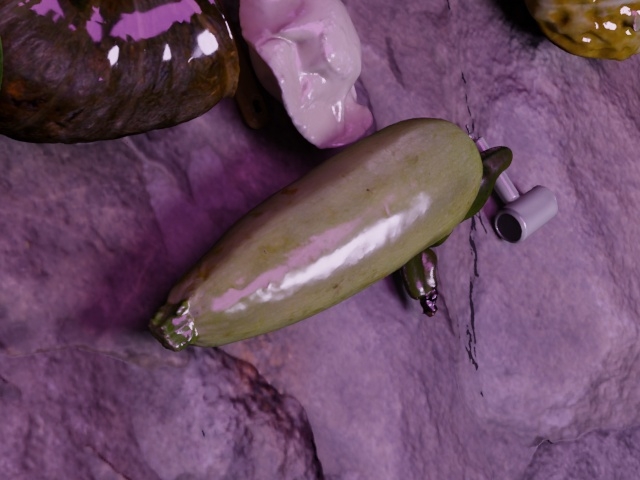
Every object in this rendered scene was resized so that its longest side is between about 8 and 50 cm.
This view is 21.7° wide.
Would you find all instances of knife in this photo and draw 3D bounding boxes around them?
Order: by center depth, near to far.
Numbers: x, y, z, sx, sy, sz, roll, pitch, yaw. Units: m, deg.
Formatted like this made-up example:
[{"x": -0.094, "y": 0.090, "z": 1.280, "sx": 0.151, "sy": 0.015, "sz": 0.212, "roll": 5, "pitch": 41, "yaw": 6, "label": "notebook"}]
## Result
[{"x": -0.115, "y": -0.234, "z": 1.471, "sx": 0.047, "sy": 0.017, "sz": 0.298, "roll": -22, "pitch": 90, "yaw": -35, "label": "knife"}]

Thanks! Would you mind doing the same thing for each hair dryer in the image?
[{"x": 0.177, "y": -0.062, "z": 1.633, "sx": 0.063, "sy": 0.038, "sz": 0.124, "roll": -33, "pitch": 89, "yaw": -41, "label": "hair dryer"}]

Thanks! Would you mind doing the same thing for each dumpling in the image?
[{"x": -0.023, "y": -0.160, "z": 1.453, "sx": 0.134, "sy": 0.100, "sz": 0.169, "roll": -55, "pitch": 140, "yaw": -55, "label": "dumpling"}]

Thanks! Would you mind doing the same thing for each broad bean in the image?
[{"x": 0.118, "y": -0.021, "z": 1.560, "sx": 0.061, "sy": 0.046, "sz": 0.195, "roll": 37, "pitch": 61, "yaw": -18, "label": "broad bean"}]

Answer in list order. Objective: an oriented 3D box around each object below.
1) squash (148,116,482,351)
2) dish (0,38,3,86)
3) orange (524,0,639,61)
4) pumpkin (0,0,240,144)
[{"x": -0.002, "y": 0.003, "z": 1.422, "sx": 0.370, "sy": 0.118, "sz": 0.118, "roll": -33, "pitch": 97, "yaw": -32, "label": "squash"}, {"x": -0.367, "y": -0.069, "z": 1.082, "sx": 0.124, "sy": 0.324, "sz": 0.324, "roll": 39, "pitch": 49, "yaw": 17, "label": "dish"}, {"x": 0.269, "y": -0.358, "z": 1.684, "sx": 0.368, "sy": 0.210, "sz": 0.271, "roll": 43, "pitch": 52, "yaw": -21, "label": "orange"}, {"x": -0.231, "y": -0.207, "z": 1.276, "sx": 0.232, "sy": 0.242, "sz": 0.325, "roll": -28, "pitch": 104, "yaw": -14, "label": "pumpkin"}]
